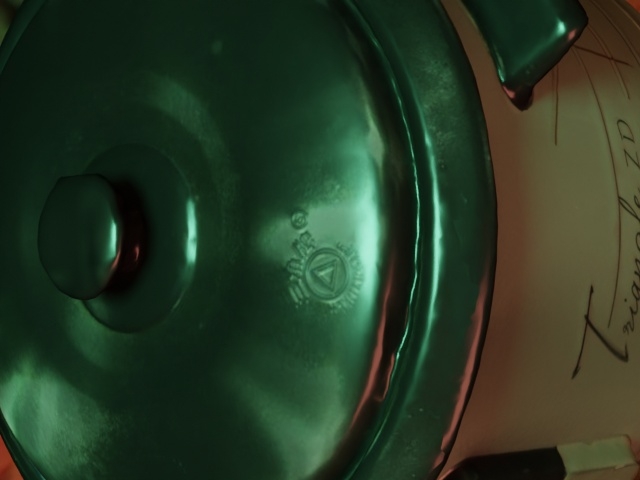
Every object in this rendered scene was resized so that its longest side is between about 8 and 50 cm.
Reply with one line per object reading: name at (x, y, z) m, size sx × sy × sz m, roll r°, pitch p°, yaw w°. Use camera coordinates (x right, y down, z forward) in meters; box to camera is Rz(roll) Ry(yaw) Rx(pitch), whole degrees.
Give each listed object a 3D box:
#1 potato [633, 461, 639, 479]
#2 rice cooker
potato at (0.167, 0.099, 0.817) m, size 0.237 × 0.289 × 0.301 m, roll -53°, pitch 125°, yaw -16°
rice cooker at (0.000, 0.000, 0.608) m, size 0.227 × 0.241 × 0.280 m, roll 1°, pitch 146°, yaw -48°
